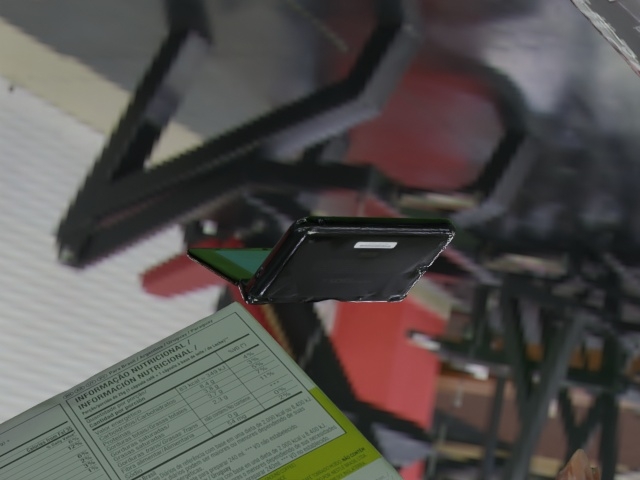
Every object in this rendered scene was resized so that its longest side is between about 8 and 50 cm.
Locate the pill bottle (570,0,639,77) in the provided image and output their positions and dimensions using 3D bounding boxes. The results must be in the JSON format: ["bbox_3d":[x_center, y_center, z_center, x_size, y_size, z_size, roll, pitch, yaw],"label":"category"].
[{"bbox_3d":[0.258,-0.140,0.967,0.318,0.176,0.176,43,154,-21],"label":"pill bottle"}]

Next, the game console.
[{"bbox_3d":[0.000,0.000,1.025,0.122,0.071,0.107,0,141,-38],"label":"game console"}]

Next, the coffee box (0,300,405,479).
[{"bbox_3d":[-0.104,0.320,1.452,0.334,0.338,0.337,42,155,53],"label":"coffee box"}]

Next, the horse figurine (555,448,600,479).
[{"bbox_3d":[0.159,0.149,0.407,0.263,0.066,0.174,36,169,-21],"label":"horse figurine"}]
